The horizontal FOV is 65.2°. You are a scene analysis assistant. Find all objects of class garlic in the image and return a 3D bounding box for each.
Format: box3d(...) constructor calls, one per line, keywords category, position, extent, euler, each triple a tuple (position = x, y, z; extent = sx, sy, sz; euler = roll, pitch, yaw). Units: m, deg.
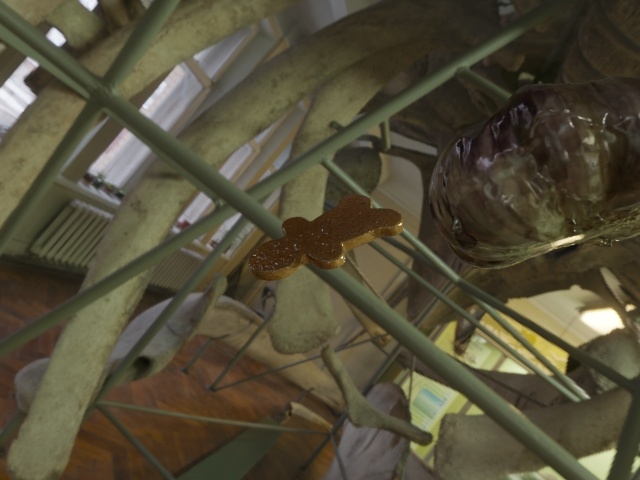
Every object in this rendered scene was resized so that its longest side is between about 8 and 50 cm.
box3d(category="garlic", position=(0.216, -0.071, 0.468), extent=(0.245, 0.245, 0.160), euler=(47, 32, -74))

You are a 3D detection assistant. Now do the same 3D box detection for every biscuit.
box3d(category="biscuit", position=(0.000, 0.001, 0.809), extent=(0.165, 0.250, 0.036), euler=(36, -33, 51))
